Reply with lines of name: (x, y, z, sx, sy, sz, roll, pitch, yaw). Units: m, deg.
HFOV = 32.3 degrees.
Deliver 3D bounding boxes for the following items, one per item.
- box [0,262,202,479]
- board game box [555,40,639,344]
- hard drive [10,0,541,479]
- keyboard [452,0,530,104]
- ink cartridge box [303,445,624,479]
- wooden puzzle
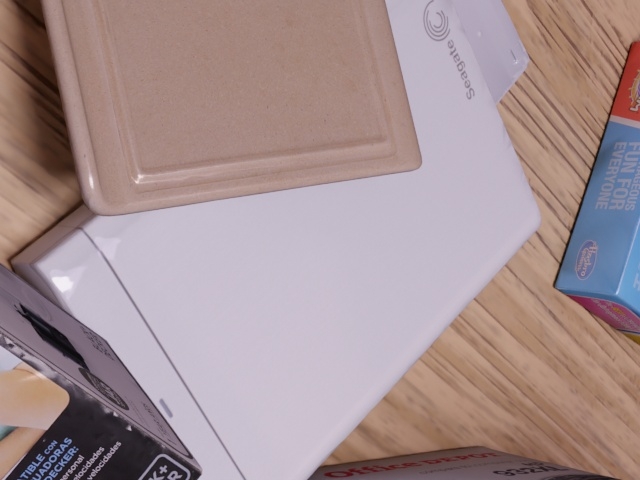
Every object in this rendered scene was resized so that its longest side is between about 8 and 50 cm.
box: (-0.201, 0.024, 0.458, 0.087, 0.169, 0.290, -50, 121, -5)
board game box: (0.361, -0.003, 1.028, 0.316, 0.064, 0.242, 30, 74, -38)
hard drive: (0.000, 0.000, 0.729, 0.353, 0.047, 0.233, -43, 119, -30)
keyboard: (0.084, -0.209, 0.808, 0.072, 0.014, 0.256, -46, 121, -22)
ink cartridge box: (0.143, 0.225, 0.700, 0.223, 0.307, 0.129, 2, 90, -41)
wooden puzzle: (-0.055, -0.134, 0.643, 0.238, 0.044, 0.221, -10, 86, -36)
